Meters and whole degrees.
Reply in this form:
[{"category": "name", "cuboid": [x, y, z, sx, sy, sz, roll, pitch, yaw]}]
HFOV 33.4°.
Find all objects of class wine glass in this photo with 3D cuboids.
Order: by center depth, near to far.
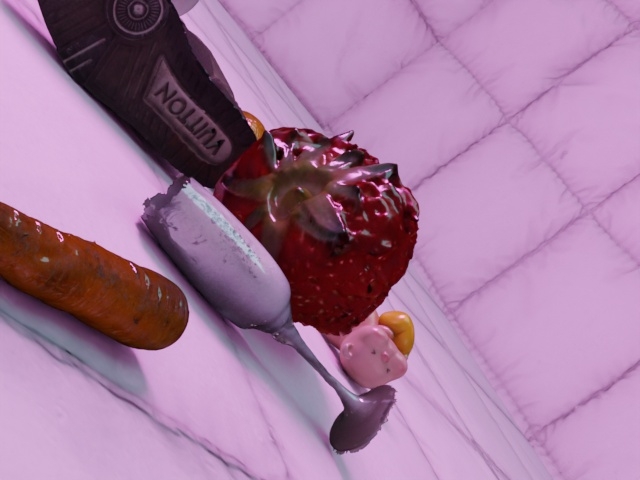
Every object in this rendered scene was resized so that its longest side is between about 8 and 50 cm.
[{"category": "wine glass", "cuboid": [-0.043, 0.053, 0.838, 0.262, 0.074, 0.074, 50, 7, -18]}]

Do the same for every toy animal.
[{"category": "toy animal", "cuboid": [0.053, 0.110, 1.155, 0.114, 0.091, 0.082, 55, 21, -2]}]

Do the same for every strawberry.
[{"category": "strawberry", "cuboid": [0.000, 0.000, 0.958, 0.201, 0.187, 0.184, 79, 14, -46]}]

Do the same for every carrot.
[{"category": "carrot", "cuboid": [-0.130, 0.016, 0.540, 0.191, 0.047, 0.047, 35, 19, -56]}]

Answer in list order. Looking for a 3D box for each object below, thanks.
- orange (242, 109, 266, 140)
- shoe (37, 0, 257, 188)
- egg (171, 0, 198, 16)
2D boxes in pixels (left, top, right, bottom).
[{"category": "orange", "cuboid": [-0.099, -0.103, 1.182, 0.085, 0.085, 0.095, 55, -12, 14]}, {"category": "shoe", "cuboid": [-0.172, -0.181, 1.001, 0.293, 0.109, 0.149, 53, 2, -37]}, {"category": "egg", "cuboid": [-0.232, -0.394, 1.312, 0.264, 0.183, 0.183, 61, 7, 4]}]
